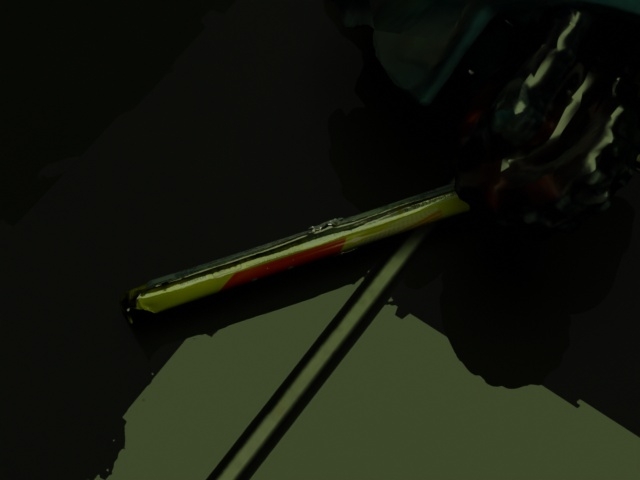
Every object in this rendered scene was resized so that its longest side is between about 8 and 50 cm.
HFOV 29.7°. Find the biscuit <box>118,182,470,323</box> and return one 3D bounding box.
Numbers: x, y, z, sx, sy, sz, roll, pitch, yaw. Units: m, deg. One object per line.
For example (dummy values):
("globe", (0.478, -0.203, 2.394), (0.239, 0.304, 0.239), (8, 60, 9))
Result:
("biscuit", (0.000, 0.000, 0.836), (0.292, 0.048, 0.026), (-18, 102, -6))

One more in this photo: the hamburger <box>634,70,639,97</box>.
("hamburger", (0.301, -0.179, 0.885), (0.213, 0.108, 0.214), (-3, 61, 6))

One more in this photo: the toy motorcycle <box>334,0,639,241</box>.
("toy motorcycle", (0.130, -0.191, 0.818), (0.232, 0.172, 0.416), (-45, 43, 21))
